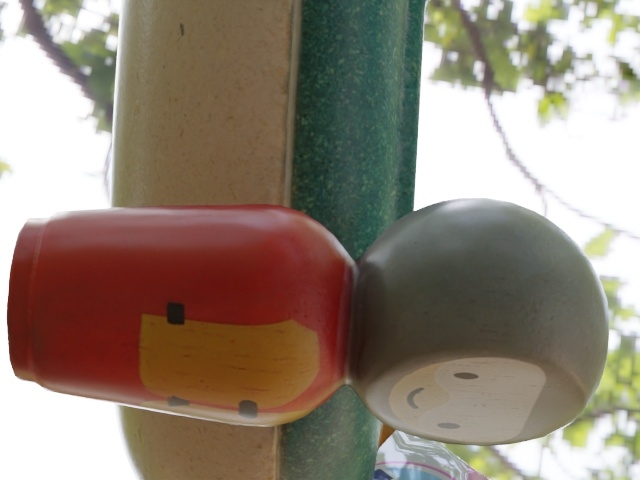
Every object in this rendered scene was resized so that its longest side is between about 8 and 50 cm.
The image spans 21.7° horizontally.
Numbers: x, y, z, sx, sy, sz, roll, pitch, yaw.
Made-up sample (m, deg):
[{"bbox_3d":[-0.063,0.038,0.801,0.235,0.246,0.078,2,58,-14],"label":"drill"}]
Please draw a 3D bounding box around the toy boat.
[{"bbox_3d":[0.000,0.000,0.545,0.148,0.267,0.318,3,10,0],"label":"toy boat"}]

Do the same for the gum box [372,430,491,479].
[{"bbox_3d":[0.034,0.152,0.780,0.188,0.107,0.062,32,-45,43],"label":"gum box"}]
